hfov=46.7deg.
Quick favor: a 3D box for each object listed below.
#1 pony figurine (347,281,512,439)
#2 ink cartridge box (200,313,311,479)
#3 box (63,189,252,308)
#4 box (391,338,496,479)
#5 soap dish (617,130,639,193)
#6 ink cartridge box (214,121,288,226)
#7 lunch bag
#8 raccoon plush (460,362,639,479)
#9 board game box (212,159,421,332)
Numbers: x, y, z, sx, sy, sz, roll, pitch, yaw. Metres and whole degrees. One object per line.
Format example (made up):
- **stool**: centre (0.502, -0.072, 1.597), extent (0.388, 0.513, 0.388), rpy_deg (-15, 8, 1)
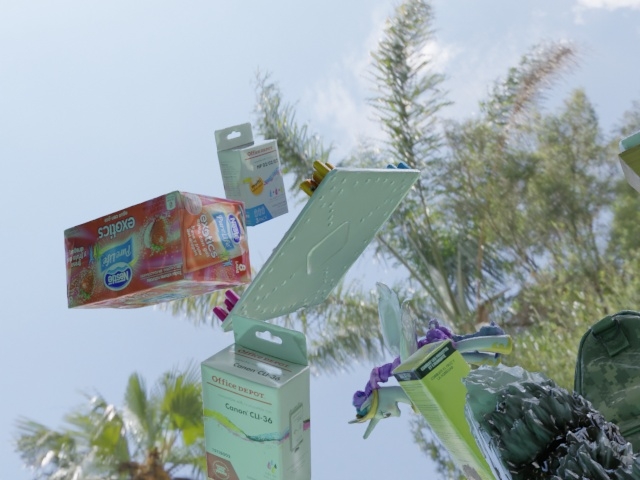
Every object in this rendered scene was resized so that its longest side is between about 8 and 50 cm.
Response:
- **pony figurine**: centre (0.243, 0.280, 1.693), extent (0.364, 0.303, 0.351), rpy_deg (-1, -84, -3)
- **ink cartridge box**: centre (-0.075, 0.195, 0.864), extent (0.115, 0.067, 0.198), rpy_deg (10, -69, 31)
- **box**: centre (-0.275, 0.026, 1.233), extent (0.300, 0.154, 0.142), rpy_deg (-14, -102, 35)
- **box**: centre (0.175, 0.219, 0.806), extent (0.058, 0.087, 0.232), rpy_deg (-34, -94, -17)
- **soap dish**: centre (0.757, -0.182, 1.483), extent (0.291, 0.118, 0.229), rpy_deg (-24, -20, 21)
- **ink cartridge box**: centre (-0.128, -0.126, 1.384), extent (0.062, 0.104, 0.181), rpy_deg (2, -71, 39)
- **lunch bag**: centre (0.478, 0.246, 0.961), extent (0.305, 0.256, 0.212), rpy_deg (31, -53, -33)
- **raccoon plush**: centre (0.263, 0.112, 0.314), extent (0.299, 0.446, 0.216), rpy_deg (-24, -57, -1)
- **board game box**: centre (0.000, 0.000, 1.484), extent (0.050, 0.390, 0.390), rpy_deg (44, -66, 19)
